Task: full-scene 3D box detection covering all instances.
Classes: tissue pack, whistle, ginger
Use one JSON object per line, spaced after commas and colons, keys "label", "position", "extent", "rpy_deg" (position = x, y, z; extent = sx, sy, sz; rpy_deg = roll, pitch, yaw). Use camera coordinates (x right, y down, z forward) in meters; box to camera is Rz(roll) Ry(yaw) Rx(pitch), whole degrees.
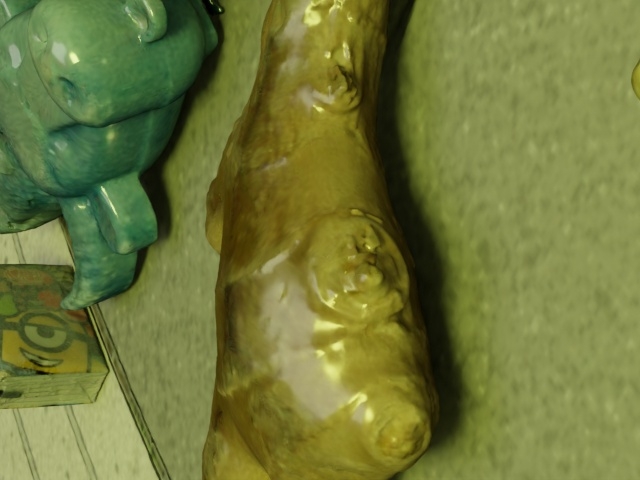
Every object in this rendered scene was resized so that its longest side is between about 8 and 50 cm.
{"label": "tissue pack", "position": [-0.158, 0.050, 0.925], "extent": [0.083, 0.063, 0.035], "rpy_deg": [64, 143, 37]}
{"label": "whistle", "position": [-0.131, -0.064, 0.855], "extent": [0.180, 0.093, 0.269], "rpy_deg": [61, 146, 5]}
{"label": "ginger", "position": [0.000, 0.000, 0.649], "extent": [0.148, 0.081, 0.334], "rpy_deg": [-174, 87, -75]}

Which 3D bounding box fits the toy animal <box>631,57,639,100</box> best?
{"label": "toy animal", "position": [0.126, -0.130, 0.386], "extent": [0.168, 0.121, 0.233], "rpy_deg": [-38, 53, 50]}
